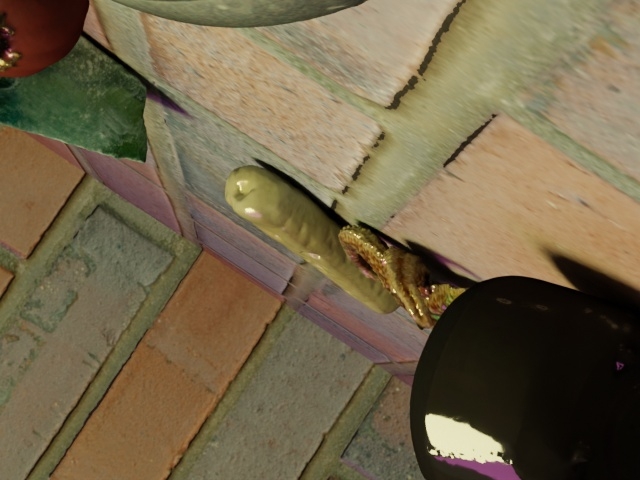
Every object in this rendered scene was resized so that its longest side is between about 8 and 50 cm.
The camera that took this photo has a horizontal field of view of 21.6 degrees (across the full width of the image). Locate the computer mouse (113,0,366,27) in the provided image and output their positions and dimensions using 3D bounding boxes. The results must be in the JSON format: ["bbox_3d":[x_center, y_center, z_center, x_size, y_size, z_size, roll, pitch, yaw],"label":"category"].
[{"bbox_3d":[-0.072,-0.117,0.518,0.229,0.068,0.113,29,172,38],"label":"computer mouse"}]

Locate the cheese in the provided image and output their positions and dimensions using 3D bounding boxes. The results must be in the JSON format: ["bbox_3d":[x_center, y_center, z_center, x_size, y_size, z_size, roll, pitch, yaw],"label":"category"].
[{"bbox_3d":[0.000,0.000,1.289,0.194,0.043,0.065,36,179,-42],"label":"cheese"}]

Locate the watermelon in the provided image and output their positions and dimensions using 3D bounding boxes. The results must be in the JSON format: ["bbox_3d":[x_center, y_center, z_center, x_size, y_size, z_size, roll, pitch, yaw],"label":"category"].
[{"bbox_3d":[-0.220,-0.131,1.270,0.154,0.094,0.241,25,-179,-31],"label":"watermelon"}]

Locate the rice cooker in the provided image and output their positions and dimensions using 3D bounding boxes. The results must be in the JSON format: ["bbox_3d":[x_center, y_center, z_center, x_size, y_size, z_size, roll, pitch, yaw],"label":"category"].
[{"bbox_3d":[0.136,0.101,0.878,0.118,0.142,0.203,9,161,48],"label":"rice cooker"}]

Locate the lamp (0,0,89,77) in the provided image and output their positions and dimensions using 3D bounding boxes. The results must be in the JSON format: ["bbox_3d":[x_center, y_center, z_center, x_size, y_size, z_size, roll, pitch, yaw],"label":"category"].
[{"bbox_3d":[-0.170,-0.129,0.870,0.101,0.090,0.101,9,143,7],"label":"lamp"}]

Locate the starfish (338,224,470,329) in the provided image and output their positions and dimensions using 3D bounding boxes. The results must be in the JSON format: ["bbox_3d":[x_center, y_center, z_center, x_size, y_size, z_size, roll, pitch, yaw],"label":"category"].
[{"bbox_3d":[0.077,0.034,1.193,0.150,0.053,0.209,46,180,3],"label":"starfish"}]
